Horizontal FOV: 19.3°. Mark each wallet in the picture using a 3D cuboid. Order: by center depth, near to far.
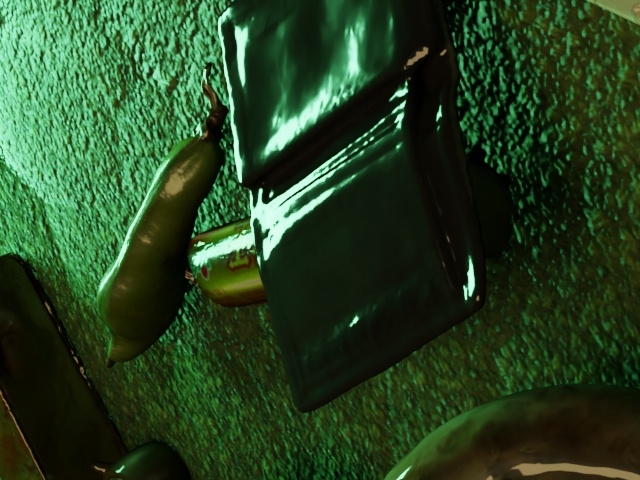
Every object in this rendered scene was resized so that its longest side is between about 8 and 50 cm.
[{"bbox_3d":[0.020,-0.068,1.294,0.247,0.041,0.323,-33,64,48],"label":"wallet"}]

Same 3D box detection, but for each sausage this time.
[{"bbox_3d":[0.000,0.000,1.413,0.371,0.082,0.082,-14,100,53],"label":"sausage"}]

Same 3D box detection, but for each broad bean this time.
[{"bbox_3d":[-0.131,0.003,1.568,0.067,0.075,0.325,33,132,6],"label":"broad bean"}]

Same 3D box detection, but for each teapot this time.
[{"bbox_3d":[-0.162,0.237,1.742,0.121,0.068,0.076,41,137,27],"label":"teapot"}]

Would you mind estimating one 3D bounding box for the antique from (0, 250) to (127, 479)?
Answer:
[{"bbox_3d":[-0.272,0.167,1.811,0.087,0.093,0.310,-30,86,52],"label":"antique"}]

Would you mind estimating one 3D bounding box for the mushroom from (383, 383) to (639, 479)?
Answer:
[{"bbox_3d":[0.157,0.260,1.147,0.362,0.362,0.294,40,180,28],"label":"mushroom"}]

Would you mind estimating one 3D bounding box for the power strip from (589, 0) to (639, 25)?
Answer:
[{"bbox_3d":[0.226,-0.158,1.069,0.338,0.058,0.098,32,133,34],"label":"power strip"}]
